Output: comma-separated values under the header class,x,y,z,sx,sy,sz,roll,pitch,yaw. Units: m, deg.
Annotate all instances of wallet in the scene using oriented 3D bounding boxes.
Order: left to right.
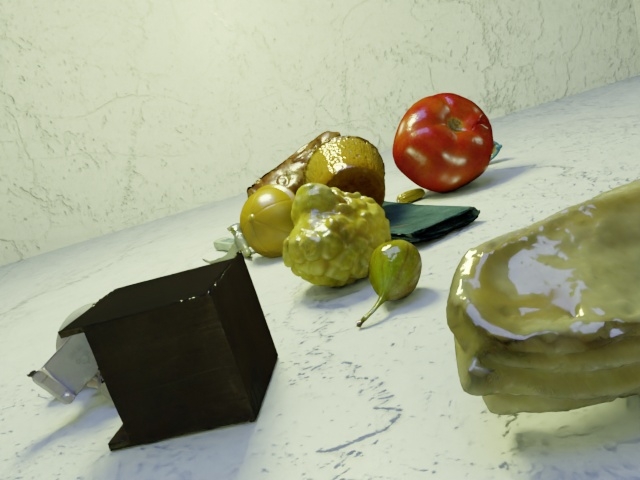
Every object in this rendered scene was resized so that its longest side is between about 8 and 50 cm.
class,x,y,z,sx,sy,sz,roll,pitch,yaw
wallet,0.179,-0.045,1.272,0.190,0.046,0.379,-23,15,-24

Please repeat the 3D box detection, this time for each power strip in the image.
class,x,y,z,sx,sy,sz,roll,pitch,yaw
power strip,-0.284,0.012,1.633,0.047,0.030,0.191,-23,15,-28

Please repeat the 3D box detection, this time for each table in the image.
class,x,y,z,sx,sy,sz,roll,pitch,yaw
table,-0.182,0.135,0.693,0.193,0.169,0.172,-16,13,8

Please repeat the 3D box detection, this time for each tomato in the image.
class,x,y,z,sx,sy,sz,roll,pitch,yaw
tomato,0.342,-0.274,1.541,0.298,0.299,0.226,-21,-15,-21

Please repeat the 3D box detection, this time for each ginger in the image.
class,x,y,z,sx,sy,sz,roll,pitch,yaw
ginger,-0.069,-0.188,1.878,0.418,0.254,0.176,-40,50,-16

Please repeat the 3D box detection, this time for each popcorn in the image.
class,x,y,z,sx,sy,sz,roll,pitch,yaw
popcorn,0.025,-0.020,1.012,0.226,0.203,0.200,-24,11,-10

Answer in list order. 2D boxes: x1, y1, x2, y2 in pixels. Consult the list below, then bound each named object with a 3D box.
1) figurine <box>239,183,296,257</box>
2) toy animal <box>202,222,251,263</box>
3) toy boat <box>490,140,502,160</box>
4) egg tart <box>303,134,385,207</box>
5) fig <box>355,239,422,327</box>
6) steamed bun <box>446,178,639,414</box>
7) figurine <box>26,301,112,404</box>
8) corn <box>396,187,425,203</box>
class,x,y,z,sx,sy,sz,roll,pitch,yaw
figurine,-0.090,-0.066,1.400,0.257,0.167,0.192,-23,45,-35
toy animal,-0.224,0.002,1.463,0.219,0.095,0.155,-21,9,-14
toy boat,0.488,-0.285,1.761,0.223,0.100,0.097,-14,4,20
egg tart,0.066,-0.135,1.296,0.215,0.215,0.171,-16,31,2
fig,0.110,0.079,0.844,0.093,0.093,0.166,-6,56,38
steamed bun,0.321,0.042,0.525,0.428,0.189,0.247,-17,42,3
figurine,-0.373,0.175,0.866,0.144,0.182,0.256,24,-10,-21
corn,0.260,-0.128,1.537,0.092,0.037,0.037,-18,13,-21
